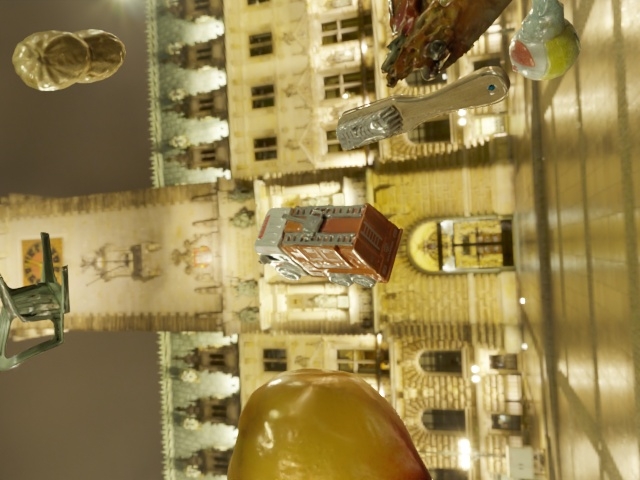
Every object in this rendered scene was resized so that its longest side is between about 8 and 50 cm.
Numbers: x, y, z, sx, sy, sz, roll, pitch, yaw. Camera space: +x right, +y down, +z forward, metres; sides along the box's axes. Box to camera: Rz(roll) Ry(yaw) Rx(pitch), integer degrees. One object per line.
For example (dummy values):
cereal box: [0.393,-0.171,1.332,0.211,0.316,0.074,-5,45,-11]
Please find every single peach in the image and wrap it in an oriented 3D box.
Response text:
peach: [0.010,0.355,0.862,0.289,0.308,0.289,23,-90,-83]

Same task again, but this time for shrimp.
shrimp: [0.131,-0.269,0.605,0.294,0.154,0.062,-59,-21,-27]

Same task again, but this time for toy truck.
toy truck: [0.000,0.000,1.479,0.207,0.387,0.173,40,-120,-44]

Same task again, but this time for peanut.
peanut: [-0.350,-0.261,0.796,0.187,0.082,0.082,-52,-44,-63]

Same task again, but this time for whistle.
whistle: [0.382,-0.364,0.975,0.223,0.123,0.123,55,-145,-49]

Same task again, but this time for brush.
brush: [0.145,-0.204,0.906,0.065,0.327,0.070,-47,-63,-39]

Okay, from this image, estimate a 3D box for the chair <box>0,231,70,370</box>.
chair: [-0.720,0.154,1.355,0.190,0.203,0.275,-15,-55,-35]
